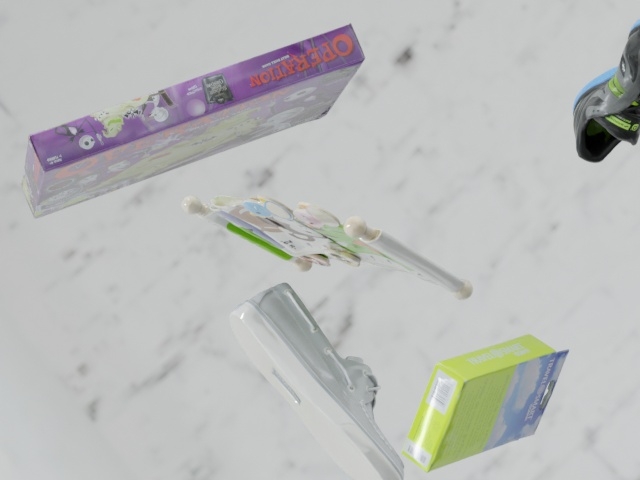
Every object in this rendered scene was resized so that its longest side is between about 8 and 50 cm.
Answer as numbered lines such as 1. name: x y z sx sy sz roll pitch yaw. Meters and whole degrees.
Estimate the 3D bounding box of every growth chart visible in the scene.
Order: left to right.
1. growth chart: 0.000 0.000 1.432 0.172 0.237 0.021 26 -101 -38

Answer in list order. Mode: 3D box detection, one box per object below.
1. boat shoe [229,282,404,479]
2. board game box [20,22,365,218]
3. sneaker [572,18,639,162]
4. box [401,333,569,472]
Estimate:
1. boat shoe: 0.009 0.109 1.416 0.063 0.184 0.066 -36 -20 -20
2. board game box: -0.136 -0.120 1.954 0.346 0.056 0.208 -21 -12 -14
3. sneaker: 0.269 -0.124 1.594 0.067 0.078 0.188 18 -32 -13
4. box: 0.161 0.154 1.832 0.178 0.042 0.109 -11 -52 -49
